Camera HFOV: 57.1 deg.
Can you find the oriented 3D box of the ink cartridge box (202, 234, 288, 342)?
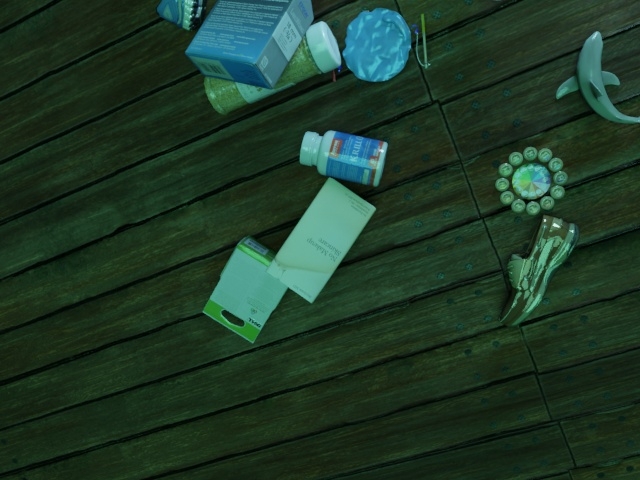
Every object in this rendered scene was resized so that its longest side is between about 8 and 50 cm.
[{"bbox_3d":[-0.208,0.144,1.746,0.189,0.097,0.255,32,109,0],"label":"ink cartridge box"}]

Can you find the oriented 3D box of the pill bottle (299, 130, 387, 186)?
[{"bbox_3d":[0.062,-0.226,1.580,0.222,0.124,0.124,12,107,6],"label":"pill bottle"}]

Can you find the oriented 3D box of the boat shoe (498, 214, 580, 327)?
[{"bbox_3d":[0.563,0.078,1.588,0.120,0.122,0.324,30,100,7],"label":"boat shoe"}]

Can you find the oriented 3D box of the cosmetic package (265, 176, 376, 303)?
[{"bbox_3d":[0.000,0.000,1.612,0.160,0.113,0.309,33,87,0],"label":"cosmetic package"}]

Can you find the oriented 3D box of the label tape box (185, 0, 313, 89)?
[{"bbox_3d":[-0.152,-0.557,1.471,0.241,0.106,0.333,20,76,32],"label":"label tape box"}]

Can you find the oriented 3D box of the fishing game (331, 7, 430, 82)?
[{"bbox_3d":[0.146,-0.508,1.534,0.264,0.041,0.189,-8,96,18],"label":"fishing game"}]

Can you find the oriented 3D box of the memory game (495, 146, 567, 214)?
[{"bbox_3d":[0.562,-0.157,1.570,0.186,0.012,0.186,2,105,9],"label":"memory game"}]

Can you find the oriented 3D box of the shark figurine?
[{"bbox_3d":[0.703,-0.351,1.441,0.166,0.116,0.278,-41,93,19],"label":"shark figurine"}]

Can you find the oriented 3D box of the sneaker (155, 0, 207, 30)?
[{"bbox_3d":[-0.362,-0.726,1.517,0.147,0.130,0.330,17,108,3],"label":"sneaker"}]

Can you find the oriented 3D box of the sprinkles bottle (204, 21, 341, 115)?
[{"bbox_3d":[-0.127,-0.446,1.546,0.355,0.121,0.121,-19,101,18],"label":"sprinkles bottle"}]
